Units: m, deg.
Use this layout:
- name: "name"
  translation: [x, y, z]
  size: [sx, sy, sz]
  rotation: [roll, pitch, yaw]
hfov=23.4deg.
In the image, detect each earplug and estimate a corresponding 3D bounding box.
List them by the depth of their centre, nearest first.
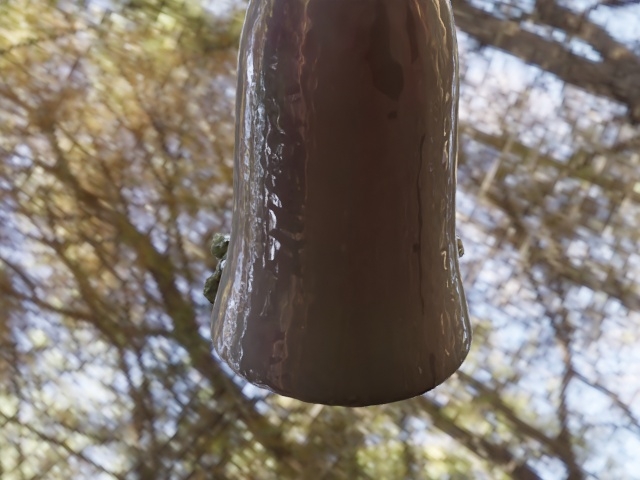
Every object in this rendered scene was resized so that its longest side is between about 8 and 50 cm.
- name: "earplug"
  translation: [0.018, -0.068, 0.936]
  size: [0.172, 0.172, 0.301]
  rotation: [-18, -53, -29]

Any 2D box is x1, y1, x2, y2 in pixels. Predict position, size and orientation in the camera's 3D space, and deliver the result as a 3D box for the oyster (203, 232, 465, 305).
- name: "oyster"
  translation: [0.000, 0.002, 1.192]
  size: [0.200, 0.106, 0.061]
  rotation: [-25, -28, 6]
